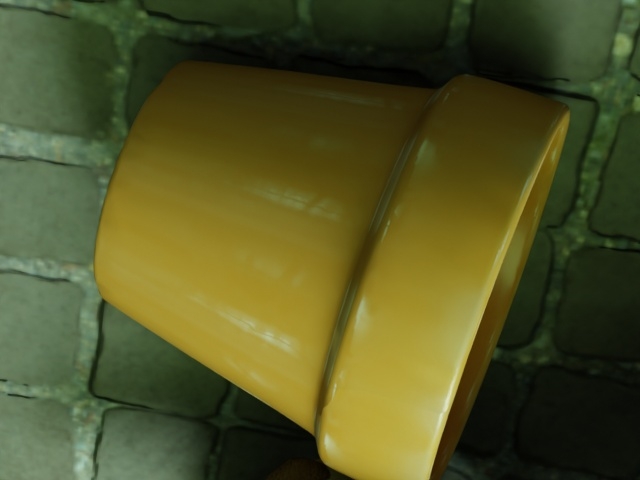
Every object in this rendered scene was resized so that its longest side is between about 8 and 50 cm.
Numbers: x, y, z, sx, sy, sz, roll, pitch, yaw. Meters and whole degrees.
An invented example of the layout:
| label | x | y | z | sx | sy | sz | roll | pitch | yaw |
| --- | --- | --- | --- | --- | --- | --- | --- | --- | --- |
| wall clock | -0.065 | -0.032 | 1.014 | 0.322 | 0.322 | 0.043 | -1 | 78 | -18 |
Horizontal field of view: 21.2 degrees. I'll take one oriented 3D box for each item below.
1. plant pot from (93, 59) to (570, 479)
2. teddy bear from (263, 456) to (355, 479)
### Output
| label | x | y | z | sx | sy | sz | roll | pitch | yaw |
| --- | --- | --- | --- | --- | --- | --- | --- | --- | --- |
| plant pot | 0.000 | 0.000 | 0.839 | 0.188 | 0.205 | 0.205 | 20 | 123 | 10 |
| teddy bear | 0.004 | 0.196 | 0.941 | 0.245 | 0.113 | 0.338 | 1 | 161 | 21 |
